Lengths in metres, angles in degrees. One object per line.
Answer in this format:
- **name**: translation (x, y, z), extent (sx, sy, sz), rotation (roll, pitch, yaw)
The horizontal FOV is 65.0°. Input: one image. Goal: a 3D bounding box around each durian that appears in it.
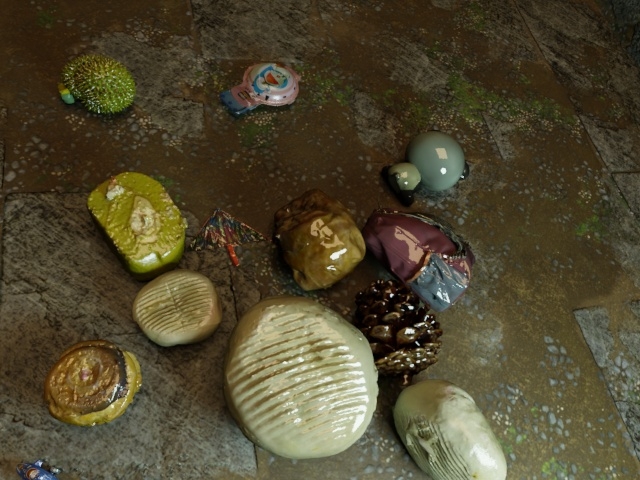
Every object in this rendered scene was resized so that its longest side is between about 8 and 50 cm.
- **durian**: translation (-0.617, -0.446, 1.405), extent (0.198, 0.146, 0.159), rotation (21, 56, -8)

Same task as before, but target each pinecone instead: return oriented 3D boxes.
- **pinecone**: translation (0.187, 0.222, 1.235), extent (0.225, 0.224, 0.272), rotation (2, 54, -16)

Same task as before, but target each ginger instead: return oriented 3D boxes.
- **ginger**: translation (0.003, -0.002, 1.319), extent (0.222, 0.201, 0.269), rotation (56, 13, -18)

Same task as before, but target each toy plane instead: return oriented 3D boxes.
- **toy plane**: translation (-0.511, 0.475, 0.972), extent (0.167, 0.062, 0.054), rotation (33, 57, -9)

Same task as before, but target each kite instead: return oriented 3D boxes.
- **kite**: translation (-0.248, -0.013, 1.355), extent (0.233, 0.009, 0.189), rotation (-11, 65, -22)

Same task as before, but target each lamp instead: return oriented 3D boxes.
- **lamp**: translation (0.328, -0.231, 1.566), extent (0.244, 0.197, 0.197), rotation (-31, 73, -5)

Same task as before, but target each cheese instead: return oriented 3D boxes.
- **cheese**: translation (-0.185, -0.485, 1.603), extent (0.286, 0.074, 0.189), rotation (-35, 74, -29)

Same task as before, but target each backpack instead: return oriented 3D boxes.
- **backpack**: translation (0.266, 0.018, 1.371), extent (0.317, 0.197, 0.283), rotation (38, 20, 9)

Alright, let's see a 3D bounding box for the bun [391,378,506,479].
- **bun**: translation (0.290, 0.429, 1.118), extent (0.169, 0.272, 0.272), rotation (-28, 73, -25)

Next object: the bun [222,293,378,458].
- **bun**: translation (-0.053, 0.302, 1.112), extent (0.362, 0.234, 0.326), rotation (45, 69, 3)

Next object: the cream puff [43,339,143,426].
- **cream puff**: translation (-0.466, 0.296, 1.046), extent (0.189, 0.129, 0.188), rotation (3, 62, -5)

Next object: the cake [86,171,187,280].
- **cake**: translation (-0.438, -0.038, 1.233), extent (0.179, 0.156, 0.260), rotation (-35, 78, -23)

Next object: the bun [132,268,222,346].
- **bun**: translation (-0.328, 0.165, 1.166), extent (0.193, 0.127, 0.178), rotation (-19, 68, -13)
